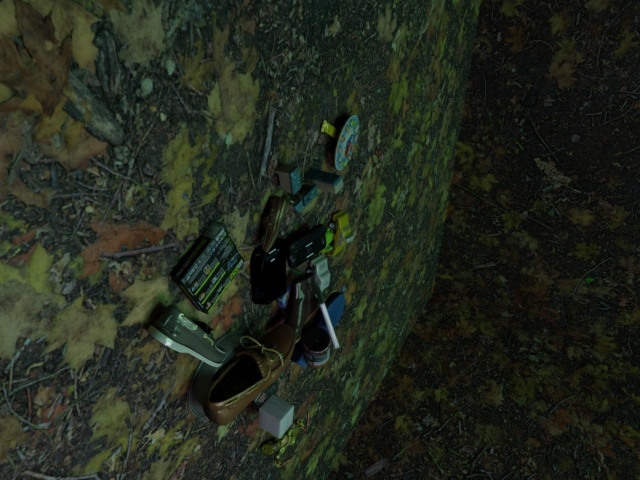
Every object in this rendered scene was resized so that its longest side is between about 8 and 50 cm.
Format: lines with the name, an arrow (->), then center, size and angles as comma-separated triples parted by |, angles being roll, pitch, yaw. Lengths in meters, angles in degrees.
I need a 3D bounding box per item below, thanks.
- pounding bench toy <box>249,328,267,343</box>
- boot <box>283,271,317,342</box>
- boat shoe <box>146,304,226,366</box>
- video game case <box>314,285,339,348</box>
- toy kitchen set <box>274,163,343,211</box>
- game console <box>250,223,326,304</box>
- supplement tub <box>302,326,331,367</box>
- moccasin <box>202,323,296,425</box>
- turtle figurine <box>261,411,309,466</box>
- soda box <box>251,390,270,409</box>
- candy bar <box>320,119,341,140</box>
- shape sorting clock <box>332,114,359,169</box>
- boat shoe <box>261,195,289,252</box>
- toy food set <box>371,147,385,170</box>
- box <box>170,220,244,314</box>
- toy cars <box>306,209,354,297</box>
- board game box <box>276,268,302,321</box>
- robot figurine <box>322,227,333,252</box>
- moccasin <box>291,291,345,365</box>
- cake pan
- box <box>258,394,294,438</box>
pounding bench toy -> -0.194, 0.358, 1.643 | 0.052, 0.083, 0.065 | -43, 143, -46
boot -> -0.095, 0.243, 1.708 | 0.248, 0.090, 0.206 | -33, 128, -53
boat shoe -> -0.328, 0.256, 1.264 | 0.091, 0.109, 0.305 | -59, 150, -14
video game case -> 0.024, 0.285, 1.803 | 0.173, 0.022, 0.190 | -114, -175, -73
toy kitchen set -> -0.032, -0.199, 1.527 | 0.207, 0.122, 0.166 | -50, 149, -38
game console -> -0.098, 0.064, 1.632 | 0.361, 0.044, 0.213 | -32, 136, -42
supplement tub -> -0.014, 0.407, 1.781 | 0.106, 0.106, 0.197 | -55, 162, -30
moccasin -> -0.209, 0.381, 1.461 | 0.380, 0.139, 0.146 | -35, 147, -38
turtle figurine -> -0.161, 0.851, 2.072 | 0.269, 0.087, 0.217 | -58, 147, -6
soda box -> -0.226, 0.597, 1.790 | 0.060, 0.053, 0.168 | -58, 152, -26
candy bar -> 0.042, -0.379, 1.673 | 0.161, 0.018, 0.040 | 9, 99, -66
shape sorting clock -> 0.098, -0.355, 1.746 | 0.206, 0.040, 0.206 | 20, 90, -78
boat shoe -> -0.150, -0.052, 1.470 | 0.064, 0.060, 0.177 | 159, -51, -86
toy food set -> 0.256, -0.367, 2.127 | 0.077, 0.019, 0.122 | -63, 147, -18
box -> -0.294, 0.074, 1.281 | 0.190, 0.045, 0.184 | -59, 155, -26
toy cars -> 0.044, 0.070, 1.921 | 0.393, 0.087, 0.176 | -64, 154, -14
board game box -> -0.103, 0.217, 1.789 | 0.136, 0.035, 0.201 | -55, 151, -31
robot figurine -> 0.000, 0.000, 1.804 | 0.115, 0.067, 0.101 | -49, 121, -36
moccasin -> -0.027, 0.339, 1.950 | 0.342, 0.117, 0.137 | -51, 137, -27
cake pan -> -0.297, 0.434, 1.524 | 0.293, 0.054, 0.293 | -44, 144, -44
box -> -0.164, 0.649, 1.768 | 0.087, 0.102, 0.101 | -37, 141, -51
